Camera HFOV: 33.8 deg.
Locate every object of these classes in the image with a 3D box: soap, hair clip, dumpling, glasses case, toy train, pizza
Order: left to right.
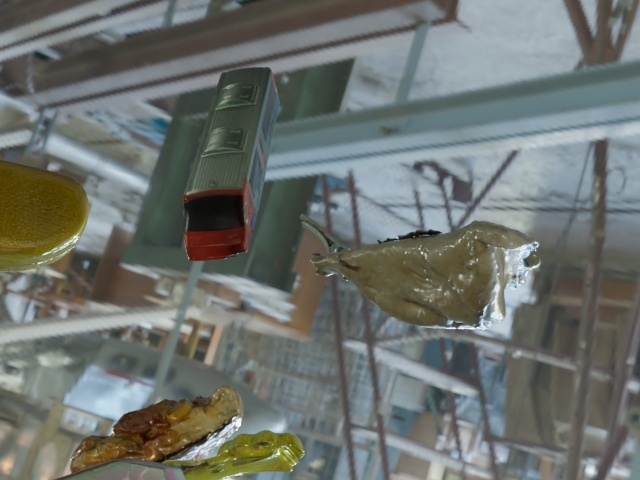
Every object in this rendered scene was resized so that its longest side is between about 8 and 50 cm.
[{"bbox_3d":[-0.581,-0.045,1.747,0.371,0.173,0.141,12,156,-22],"label":"glasses case"},{"bbox_3d":[-0.198,0.265,1.020,0.149,0.100,0.056,-17,169,-5],"label":"soap"},{"bbox_3d":[-0.277,0.336,1.653,0.278,0.114,0.409,-11,158,-47],"label":"pizza"},{"bbox_3d":[-0.121,-0.119,1.439,0.086,0.409,0.089,-6,123,8],"label":"toy train"},{"bbox_3d":[-0.096,0.250,1.178,0.173,0.046,0.072,-23,141,21],"label":"hair clip"},{"bbox_3d":[0.000,-0.001,1.698,0.115,0.039,0.030,43,149,36],"label":"hair clip"},{"bbox_3d":[0.127,0.051,1.109,0.166,0.086,0.332,26,163,-27],"label":"dumpling"}]
